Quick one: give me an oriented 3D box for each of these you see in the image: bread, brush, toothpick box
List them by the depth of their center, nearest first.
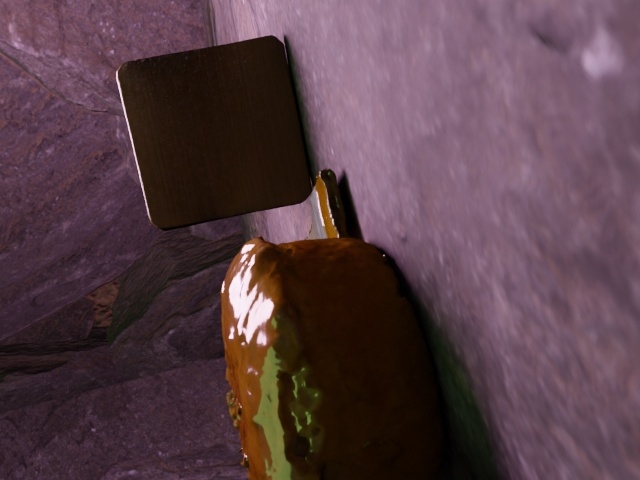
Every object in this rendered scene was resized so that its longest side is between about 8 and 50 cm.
[{"bbox_3d":[-0.003,0.110,0.566,0.268,0.145,0.268,169,90,-78],"label":"bread"},{"bbox_3d":[0.000,0.000,0.781,0.336,0.020,0.085,119,137,-78],"label":"brush"},{"bbox_3d":[-0.132,-0.145,0.918,0.308,0.187,0.190,-123,21,-77],"label":"toothpick box"}]
